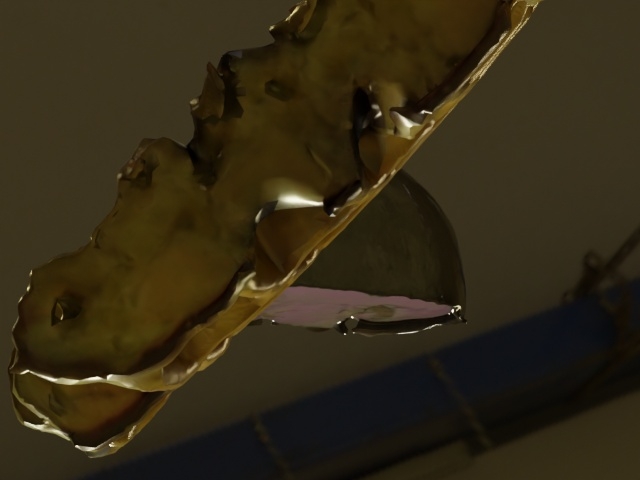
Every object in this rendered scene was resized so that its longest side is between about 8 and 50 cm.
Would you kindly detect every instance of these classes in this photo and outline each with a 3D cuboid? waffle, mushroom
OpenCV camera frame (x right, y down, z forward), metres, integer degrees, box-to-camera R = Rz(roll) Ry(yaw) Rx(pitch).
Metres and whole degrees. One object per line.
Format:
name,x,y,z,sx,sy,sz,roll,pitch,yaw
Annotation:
waffle,0.007,-0.046,0.646,0.065,0.309,0.283,42,-123,3
mushroom,0.000,0.000,1.169,0.188,0.141,0.117,11,-94,-24
